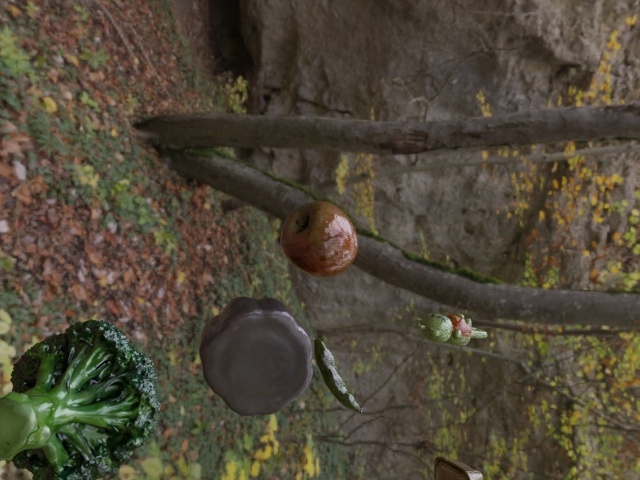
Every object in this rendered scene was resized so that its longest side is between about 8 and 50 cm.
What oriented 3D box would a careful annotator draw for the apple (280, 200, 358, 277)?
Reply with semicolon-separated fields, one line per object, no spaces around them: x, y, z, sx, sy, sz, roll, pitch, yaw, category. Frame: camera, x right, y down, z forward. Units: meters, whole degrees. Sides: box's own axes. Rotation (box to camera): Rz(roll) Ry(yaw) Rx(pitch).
0.000;0.000;1.332;0.174;0.188;0.188;40;36;-42;apple

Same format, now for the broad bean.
0.039;0.401;1.567;0.254;0.065;0.046;59;-24;12;broad bean

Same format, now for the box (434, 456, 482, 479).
0.415;0.730;1.633;0.177;0.112;0.111;-6;-99;63;box

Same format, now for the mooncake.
-0.165;0.287;1.362;0.154;0.307;0.305;-134;-134;-70;mooncake

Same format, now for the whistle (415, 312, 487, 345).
0.471;0.317;1.905;0.131;0.289;0.106;-149;-111;-67;whistle

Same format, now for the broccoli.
-0.422;0.280;0.906;0.297;0.298;0.297;71;21;-82;broccoli
